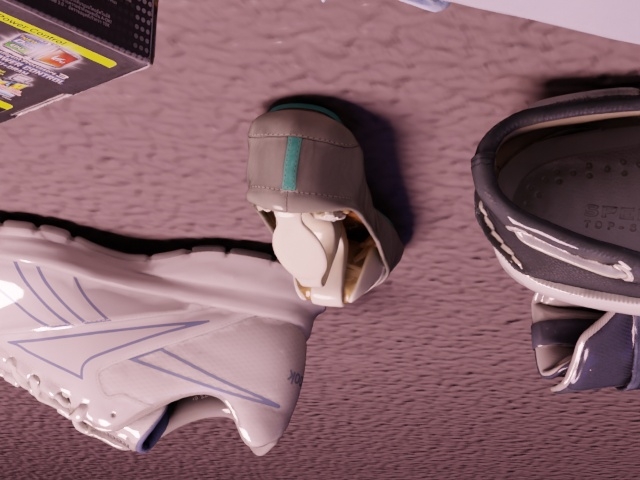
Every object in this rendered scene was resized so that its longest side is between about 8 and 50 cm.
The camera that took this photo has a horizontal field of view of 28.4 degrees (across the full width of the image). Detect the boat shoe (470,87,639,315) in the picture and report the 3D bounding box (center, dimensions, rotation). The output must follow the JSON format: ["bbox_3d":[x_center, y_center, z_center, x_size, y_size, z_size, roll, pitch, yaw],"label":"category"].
[{"bbox_3d":[0.213,-0.008,0.539,0.302,0.114,0.091,-1,163,17],"label":"boat shoe"}]

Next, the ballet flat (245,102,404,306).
[{"bbox_3d":[0.000,0.000,0.681,0.072,0.068,0.213,1,159,12],"label":"ballet flat"}]

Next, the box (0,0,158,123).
[{"bbox_3d":[-0.227,-0.104,0.447,0.216,0.060,0.270,-14,157,40],"label":"box"}]

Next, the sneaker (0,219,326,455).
[{"bbox_3d":[-0.149,0.064,0.802,0.297,0.129,0.111,5,161,5],"label":"sneaker"}]

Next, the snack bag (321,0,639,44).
[{"bbox_3d":[0.174,-0.129,0.348,0.323,0.037,0.342,10,162,-9],"label":"snack bag"}]

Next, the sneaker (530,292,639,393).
[{"bbox_3d":[0.204,0.066,0.755,0.163,0.086,0.226,-6,149,1],"label":"sneaker"}]
